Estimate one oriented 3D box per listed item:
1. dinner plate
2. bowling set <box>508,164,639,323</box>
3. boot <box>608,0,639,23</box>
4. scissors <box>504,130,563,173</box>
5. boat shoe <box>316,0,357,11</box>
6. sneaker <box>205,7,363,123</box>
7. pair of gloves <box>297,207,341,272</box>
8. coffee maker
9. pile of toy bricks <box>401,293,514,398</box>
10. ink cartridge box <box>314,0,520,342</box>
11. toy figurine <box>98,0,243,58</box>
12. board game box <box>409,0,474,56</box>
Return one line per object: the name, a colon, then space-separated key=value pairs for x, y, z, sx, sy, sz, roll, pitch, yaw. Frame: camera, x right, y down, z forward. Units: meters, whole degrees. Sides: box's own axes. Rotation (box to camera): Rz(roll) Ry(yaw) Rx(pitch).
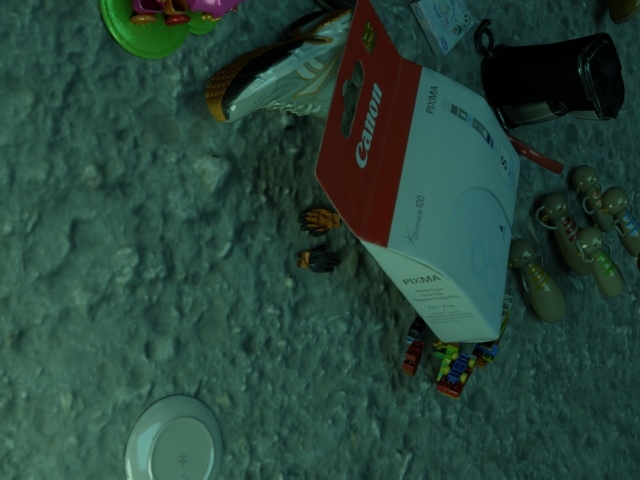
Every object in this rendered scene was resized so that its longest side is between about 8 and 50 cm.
dinner plate: x=-0.162 y=0.248 z=1.386 sx=0.141 sy=0.017 sz=0.141 roll=0 pitch=90 yaw=-44
bowling set: x=0.436 y=-0.015 z=1.862 sx=0.154 sy=0.200 sz=0.287 roll=56 pitch=49 yaw=-25
boot: x=0.481 y=-0.527 z=2.001 sx=0.211 sy=0.104 sz=0.295 roll=34 pitch=66 yaw=-29
scissors: x=0.239 y=-0.163 z=1.737 sx=0.297 sy=0.109 sz=0.021 roll=23 pitch=105 yaw=-41
boat shoe: x=0.011 y=-0.336 z=1.554 sx=0.152 sy=0.049 sz=0.056 roll=25 pitch=71 yaw=-41
sneaker: x=-0.027 y=-0.189 z=1.482 sx=0.262 sy=0.099 sz=0.121 roll=-38 pitch=118 yaw=-37
pair of gloves: x=0.000 y=0.000 z=1.557 sx=0.074 sy=0.010 sz=0.083 roll=3 pitch=87 yaw=-44
coffee maker: x=0.334 y=-0.246 z=1.776 sx=0.171 sy=0.178 sz=0.120 roll=43 pitch=59 yaw=-35
pile of toy bricks: x=0.184 y=0.156 z=1.685 sx=0.212 sy=0.118 sz=0.105 roll=-50 pitch=156 yaw=-46
ink cartridge box: x=0.141 y=-0.094 z=1.556 sx=0.385 sy=0.091 sz=0.308 roll=51 pitch=42 yaw=-44
toy figurine: x=-0.129 y=-0.275 z=1.339 sx=0.173 sy=0.159 sz=0.130 roll=-6 pitch=93 yaw=-45
board game box: x=0.175 y=-0.324 z=1.734 sx=0.090 sy=0.020 sz=0.090 roll=-49 pitch=121 yaw=-35
